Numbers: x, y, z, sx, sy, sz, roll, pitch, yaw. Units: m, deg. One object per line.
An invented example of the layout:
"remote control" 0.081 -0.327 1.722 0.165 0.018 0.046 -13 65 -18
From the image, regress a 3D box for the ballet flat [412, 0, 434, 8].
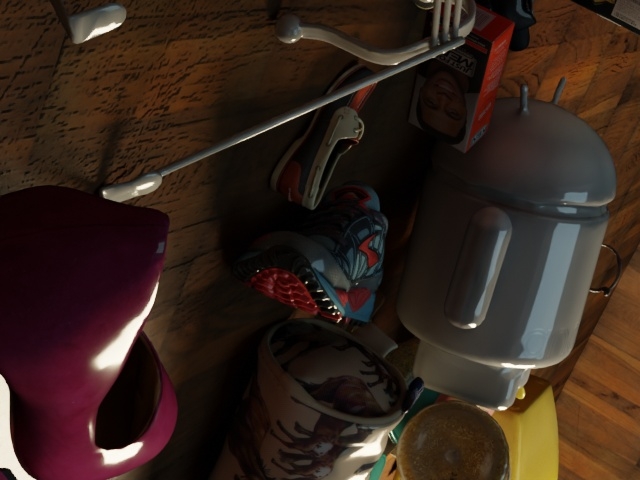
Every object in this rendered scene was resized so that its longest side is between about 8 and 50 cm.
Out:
"ballet flat" 0.062 -0.227 1.016 0.049 0.057 0.173 -20 163 12

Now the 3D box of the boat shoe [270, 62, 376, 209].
"boat shoe" 0.012 -0.088 1.080 0.137 0.043 0.049 -55 158 -14

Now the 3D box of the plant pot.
"plant pot" 0.263 0.307 2.050 0.212 0.212 0.187 -28 130 -56

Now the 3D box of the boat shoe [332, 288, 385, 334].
"boat shoe" 0.035 0.105 1.411 0.135 0.045 0.050 -47 157 -31

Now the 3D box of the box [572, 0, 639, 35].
"box" 0.311 -0.293 1.310 0.220 0.175 0.051 -37 152 -46

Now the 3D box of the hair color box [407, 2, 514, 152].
"hair color box" 0.132 -0.159 1.226 0.043 0.072 0.141 -44 155 -35

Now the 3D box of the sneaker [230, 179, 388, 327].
"sneaker" 0.000 0.000 1.133 0.262 0.104 0.125 29 82 -78

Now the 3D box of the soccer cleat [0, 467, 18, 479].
"soccer cleat" -0.255 0.251 0.813 0.143 0.116 0.331 -42 155 -40

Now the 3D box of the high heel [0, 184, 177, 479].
"high heel" -0.113 0.073 0.773 0.377 0.181 0.127 44 40 -69

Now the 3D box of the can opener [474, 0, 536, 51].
"can opener" 0.192 -0.232 1.303 0.186 0.073 0.059 0 93 -74

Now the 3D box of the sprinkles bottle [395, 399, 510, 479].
"sprinkles bottle" 0.161 0.263 1.501 0.121 0.121 0.355 -57 166 -7

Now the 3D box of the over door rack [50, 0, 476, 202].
"over door rack" -0.032 -0.162 0.804 0.324 0.108 0.239 -35 152 -20

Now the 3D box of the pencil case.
"pencil case" -0.038 0.278 1.315 0.183 0.160 0.410 -9 129 -47

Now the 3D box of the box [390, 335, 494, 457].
"box" 0.175 0.205 1.773 0.232 0.127 0.148 -58 160 -2

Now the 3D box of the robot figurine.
"robot figurine" 0.199 -0.001 1.381 0.300 0.200 0.353 -39 143 -68

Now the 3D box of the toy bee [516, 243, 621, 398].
"toy bee" 0.224 0.082 1.615 0.298 0.195 0.162 -50 170 5

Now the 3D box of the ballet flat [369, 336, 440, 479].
"ballet flat" 0.047 0.220 1.508 0.348 0.123 0.123 -56 161 -17
